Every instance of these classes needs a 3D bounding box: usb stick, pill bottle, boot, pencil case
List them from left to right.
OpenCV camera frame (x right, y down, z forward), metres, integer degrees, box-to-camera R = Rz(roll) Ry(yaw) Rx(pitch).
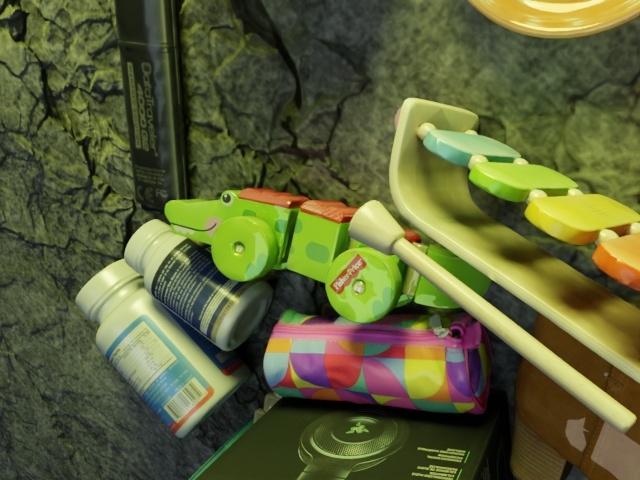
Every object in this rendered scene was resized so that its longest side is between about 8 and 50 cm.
[{"bbox_3d":[-0.187,-0.162,0.693,0.077,0.045,0.278,12,118,20],"label":"usb stick"},{"bbox_3d":[-0.206,0.131,0.790,0.221,0.124,0.124,46,128,7],"label":"pill bottle"},{"bbox_3d":[-0.148,0.047,0.732,0.169,0.094,0.094,33,125,15],"label":"pill bottle"},{"bbox_3d":[0.056,0.116,0.618,0.236,0.104,0.104,-6,108,29],"label":"pencil case"},{"bbox_3d":[0.301,0.165,0.493,0.295,0.104,0.211,21,121,29],"label":"boot"}]

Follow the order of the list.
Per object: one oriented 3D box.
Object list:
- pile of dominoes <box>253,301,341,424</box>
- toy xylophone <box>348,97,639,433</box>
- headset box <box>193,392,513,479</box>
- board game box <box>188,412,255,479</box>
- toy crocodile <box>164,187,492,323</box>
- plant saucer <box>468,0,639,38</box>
[{"bbox_3d":[0.043,0.194,0.728,0.196,0.040,0.251,37,118,14],"label":"pile of dominoes"},{"bbox_3d":[0.166,0.007,0.407,0.322,0.236,0.081,34,115,25],"label":"toy xylophone"},{"bbox_3d":[0.027,0.255,0.567,0.246,0.283,0.131,-2,104,29],"label":"headset box"},{"bbox_3d":[-0.033,0.401,0.720,0.336,0.254,0.079,35,127,15],"label":"board game box"},{"bbox_3d":[0.000,0.000,0.605,0.340,0.115,0.105,16,100,24],"label":"toy crocodile"},{"bbox_3d":[0.177,-0.246,0.424,0.200,0.037,0.200,14,118,28],"label":"plant saucer"}]
